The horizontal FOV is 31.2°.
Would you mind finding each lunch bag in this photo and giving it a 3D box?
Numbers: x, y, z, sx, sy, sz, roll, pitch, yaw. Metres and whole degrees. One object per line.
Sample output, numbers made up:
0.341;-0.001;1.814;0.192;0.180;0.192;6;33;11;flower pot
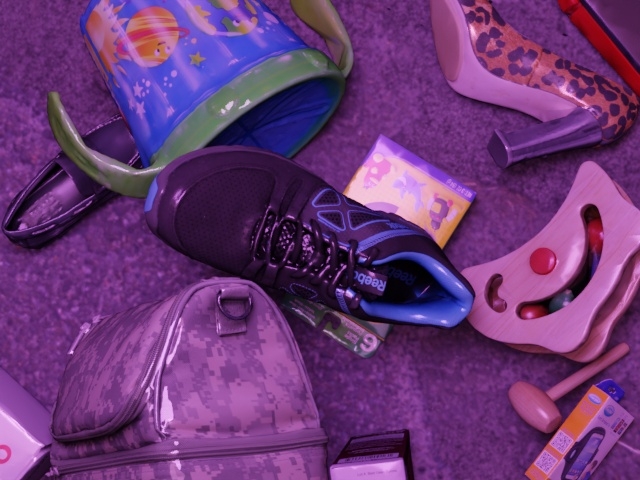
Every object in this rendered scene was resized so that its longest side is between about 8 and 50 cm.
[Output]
-0.144;0.181;1.156;0.212;0.305;0.256;3;76;-32;lunch bag

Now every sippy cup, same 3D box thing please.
-0.129;-0.184;1.216;0.240;0.305;0.224;-43;77;26;sippy cup

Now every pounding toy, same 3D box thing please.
0.256;0.057;1.238;0.154;0.155;0.269;33;94;33;pounding toy

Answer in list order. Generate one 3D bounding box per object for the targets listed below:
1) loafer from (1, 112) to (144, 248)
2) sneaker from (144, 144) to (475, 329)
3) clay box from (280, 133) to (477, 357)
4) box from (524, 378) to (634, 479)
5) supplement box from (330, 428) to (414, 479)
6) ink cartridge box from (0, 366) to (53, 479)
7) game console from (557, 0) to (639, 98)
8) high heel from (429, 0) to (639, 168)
-0.265;-0.073;1.292;0.223;0.078;0.076;-41;84;1;loafer
0.000;0.000;1.109;0.341;0.139;0.125;15;102;-26;sneaker
0.061;0.010;1.271;0.127;0.053;0.222;32;89;4;clay box
0.283;0.213;1.226;0.136;0.081;0.028;-51;49;2;box
0.061;0.271;1.162;0.073;0.239;0.130;-8;86;6;supplement box
-0.466;0.204;1.268;0.307;0.129;0.223;41;91;6;ink cartridge box
0.490;-0.294;1.257;0.386;0.060;0.342;-40;89;2;game console
0.234;-0.210;1.272;0.186;0.093;0.261;-15;72;-18;high heel
